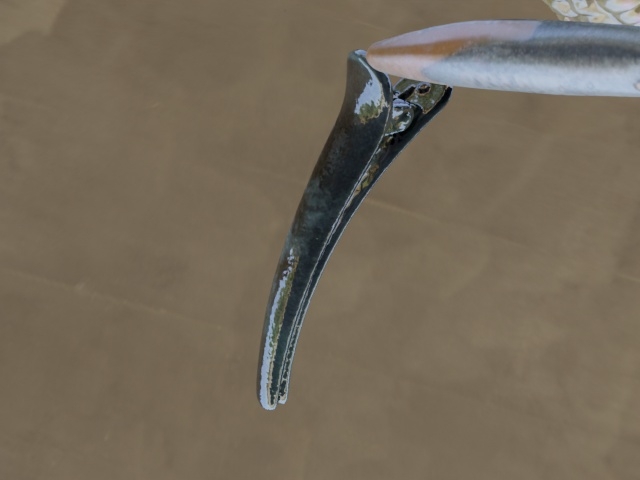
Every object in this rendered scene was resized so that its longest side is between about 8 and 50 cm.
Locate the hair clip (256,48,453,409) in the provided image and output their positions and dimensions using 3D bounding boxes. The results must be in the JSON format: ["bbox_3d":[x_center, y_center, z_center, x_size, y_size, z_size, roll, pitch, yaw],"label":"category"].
[{"bbox_3d":[0.000,0.000,0.705,0.070,0.039,0.229,5,-63,-46],"label":"hair clip"}]

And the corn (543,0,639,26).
[{"bbox_3d":[0.117,-0.177,0.554,0.335,0.126,0.126,30,-80,-43],"label":"corn"}]

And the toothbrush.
[{"bbox_3d":[0.144,-0.052,0.374,0.028,0.375,0.037,46,-111,-37],"label":"toothbrush"}]
